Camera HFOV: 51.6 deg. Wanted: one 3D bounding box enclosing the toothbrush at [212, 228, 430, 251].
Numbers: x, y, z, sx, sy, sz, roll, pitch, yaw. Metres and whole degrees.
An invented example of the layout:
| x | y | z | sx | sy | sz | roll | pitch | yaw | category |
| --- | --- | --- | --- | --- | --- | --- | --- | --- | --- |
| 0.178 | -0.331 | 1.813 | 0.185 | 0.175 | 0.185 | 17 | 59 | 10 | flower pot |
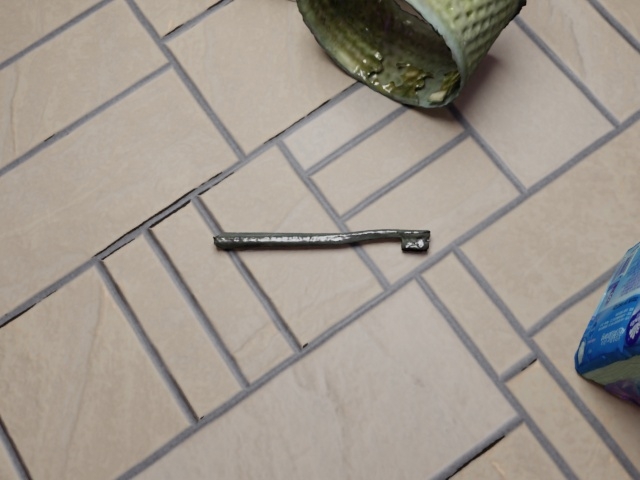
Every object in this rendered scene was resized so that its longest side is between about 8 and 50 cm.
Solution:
| x | y | z | sx | sy | sz | roll | pitch | yaw | category |
| --- | --- | --- | --- | --- | --- | --- | --- | --- | --- |
| 0.000 | 0.000 | 0.904 | 0.297 | 0.030 | 0.030 | 0 | 84 | 4 | toothbrush |

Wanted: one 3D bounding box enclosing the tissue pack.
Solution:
| x | y | z | sx | sy | sz | roll | pitch | yaw | category |
| --- | --- | --- | --- | --- | --- | --- | --- | --- | --- |
| 0.409 | 0.078 | 0.725 | 0.146 | 0.263 | 0.198 | 29 | 78 | 11 | tissue pack |

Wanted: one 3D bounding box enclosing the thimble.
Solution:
| x | y | z | sx | sy | sz | roll | pitch | yaw | category |
| --- | --- | --- | --- | --- | --- | --- | --- | --- | --- |
| 0.113 | -0.311 | 0.863 | 0.271 | 0.271 | 0.150 | 32 | 80 | 12 | thimble |
